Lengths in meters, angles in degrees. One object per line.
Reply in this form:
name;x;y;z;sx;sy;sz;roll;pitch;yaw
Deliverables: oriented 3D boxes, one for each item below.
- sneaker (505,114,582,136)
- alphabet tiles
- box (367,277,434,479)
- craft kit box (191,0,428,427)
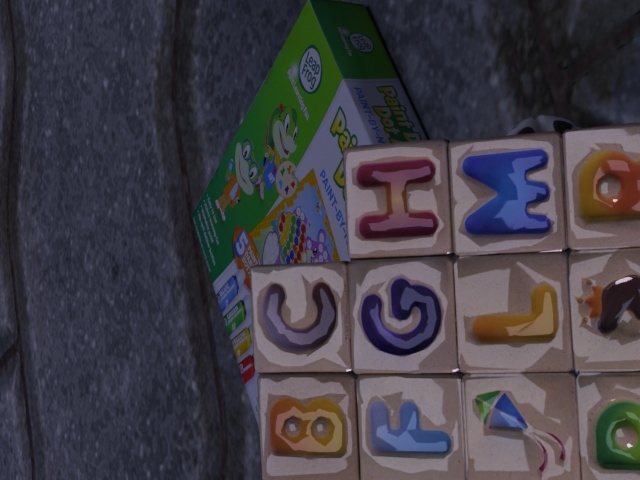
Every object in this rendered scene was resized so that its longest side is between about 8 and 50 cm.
sneaker;0.141;0.015;0.776;0.071;0.068;0.170;93;167;-78
alphabet tiles;0.120;0.090;0.651;0.342;0.011;0.285;-3;90;27
box;0.070;0.165;0.777;0.169;0.087;0.290;-26;77;65
craft kit box;0.000;0.000;1.010;0.246;0.061;0.250;-55;44;39
